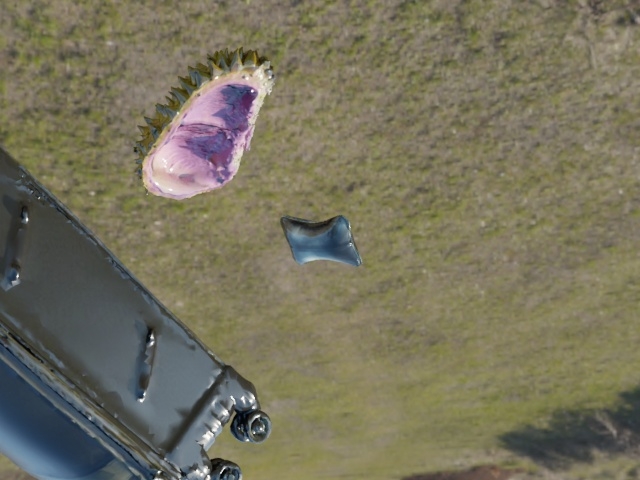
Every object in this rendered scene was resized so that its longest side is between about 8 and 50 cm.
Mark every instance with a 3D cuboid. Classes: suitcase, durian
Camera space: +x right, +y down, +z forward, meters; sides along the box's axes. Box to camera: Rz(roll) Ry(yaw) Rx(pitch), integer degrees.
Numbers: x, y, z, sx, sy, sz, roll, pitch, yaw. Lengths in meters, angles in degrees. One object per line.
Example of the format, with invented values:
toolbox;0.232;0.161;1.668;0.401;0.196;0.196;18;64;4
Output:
suitcase;-0.281;0.098;0.776;0.283;0.194;0.434;-8;128;48
durian;-0.201;-0.187;1.228;0.191;0.112;0.341;-6;151;-27

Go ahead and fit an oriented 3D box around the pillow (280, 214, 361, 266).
pillow;-0.001;0.001;1.252;0.136;0.091;0.055;4;-171;37
